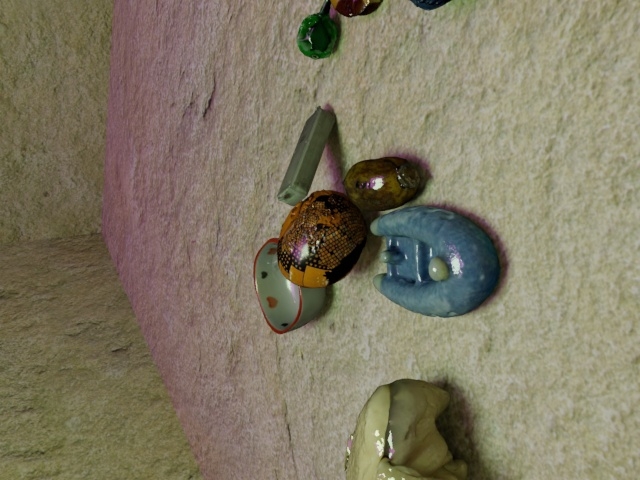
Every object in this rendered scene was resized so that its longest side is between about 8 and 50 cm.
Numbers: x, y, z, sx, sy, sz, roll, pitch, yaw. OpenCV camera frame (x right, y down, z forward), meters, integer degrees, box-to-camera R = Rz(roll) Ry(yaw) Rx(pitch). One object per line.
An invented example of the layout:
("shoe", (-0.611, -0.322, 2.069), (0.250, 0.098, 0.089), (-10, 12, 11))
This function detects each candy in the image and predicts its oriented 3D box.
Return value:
("candy", (0.028, -0.562, 1.327), (0.097, 0.097, 0.324), (45, 124, 44))

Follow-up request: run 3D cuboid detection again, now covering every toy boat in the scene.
("toy boat", (0.186, 0.043, 1.151), (0.330, 0.123, 0.215), (14, 107, 57))

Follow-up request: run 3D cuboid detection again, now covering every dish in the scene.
("dish", (-0.069, 0.112, 1.572), (0.256, 0.117, 0.257), (17, 110, 55))

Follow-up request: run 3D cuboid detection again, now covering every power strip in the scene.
("power strip", (-0.032, -0.192, 1.384), (0.078, 0.052, 0.272), (-33, 33, 53))

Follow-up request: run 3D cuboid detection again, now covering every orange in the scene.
("orange", (0.000, 0.000, 1.345), (0.234, 0.182, 0.234), (-42, 22, 21))

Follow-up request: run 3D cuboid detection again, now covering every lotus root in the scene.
("lotus root", (0.117, -0.113, 1.226), (0.209, 0.120, 0.120), (0, 97, 55))

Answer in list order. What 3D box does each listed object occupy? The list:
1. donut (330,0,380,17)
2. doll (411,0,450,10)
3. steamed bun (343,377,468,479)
("donut", (0.077, -0.530, 1.244), (0.140, 0.059, 0.141), (19, 115, 49))
("doll", (0.165, -0.517, 0.948), (0.310, 0.240, 0.284), (19, 141, 61))
("steamed bun", (0.169, 0.470, 1.155), (0.325, 0.230, 0.373), (102, 175, -53))
